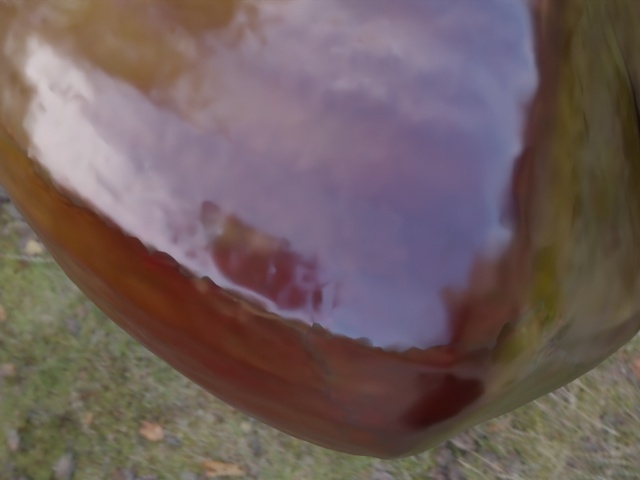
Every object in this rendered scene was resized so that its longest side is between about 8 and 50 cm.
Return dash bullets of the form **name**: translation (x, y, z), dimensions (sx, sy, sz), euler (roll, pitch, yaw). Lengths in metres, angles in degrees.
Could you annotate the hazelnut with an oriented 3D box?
- **hazelnut**: translation (0.002, -0.048, 0.422), dimensions (0.180, 0.181, 0.212), euler (-3, 29, 31)
